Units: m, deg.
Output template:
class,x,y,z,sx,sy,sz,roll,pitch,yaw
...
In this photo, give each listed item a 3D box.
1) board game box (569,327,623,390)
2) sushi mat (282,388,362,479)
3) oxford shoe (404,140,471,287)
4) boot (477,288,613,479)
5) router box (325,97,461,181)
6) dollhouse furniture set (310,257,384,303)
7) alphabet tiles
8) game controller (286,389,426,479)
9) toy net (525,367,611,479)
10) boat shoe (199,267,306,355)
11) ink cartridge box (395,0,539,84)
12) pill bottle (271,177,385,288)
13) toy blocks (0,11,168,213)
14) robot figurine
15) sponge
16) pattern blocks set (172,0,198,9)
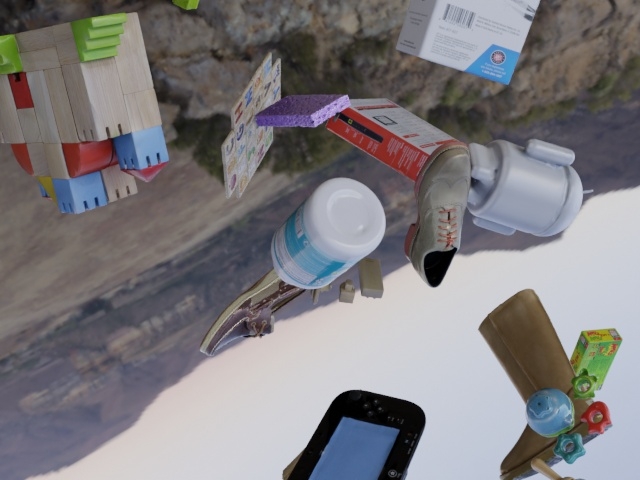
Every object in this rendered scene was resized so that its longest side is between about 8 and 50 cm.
class,x,y,z,sx,sy,sz,roll,pitch,yaw
board game box,0.671,0.299,1.969,0.092,0.043,0.181,-3,128,-13
sushi mat,0.011,0.489,1.812,0.316,0.019,0.151,-51,-153,22
oxford shoe,0.267,-0.048,1.685,0.122,0.130,0.348,-7,134,-12
boot,0.356,0.260,1.404,0.236,0.270,0.089,-42,147,24
router box,0.217,-0.273,2.121,0.335,0.301,0.082,-20,140,-61
dollhouse furniture set,0.060,0.112,1.918,0.151,0.123,0.144,7,-142,-8
alphabet tiles,-0.161,-0.275,1.919,0.285,0.011,0.343,94,17,-50
game controller,0.049,0.353,1.230,0.166,0.067,0.319,1,-147,28
toy net,0.339,0.291,1.048,0.122,0.232,0.045,-24,138,27
boat shoe,-0.170,0.200,2.107,0.342,0.123,0.123,-41,170,-31
ink cartridge box,0.209,-0.330,1.061,0.148,0.203,0.086,12,-164,-23
pill bottle,0.000,0.000,1.446,0.146,0.146,0.264,-28,173,-30
toy blocks,-0.342,-0.159,1.092,0.381,0.261,0.190,6,-158,43
robot figurine,0.506,-0.129,1.996,0.300,0.353,0.200,123,-23,-43
sponge,-0.044,-0.294,1.797,0.117,0.031,0.210,-37,-151,-32
pattern blocks set,-0.184,-0.472,1.110,0.026,0.325,0.286,-13,129,-33
